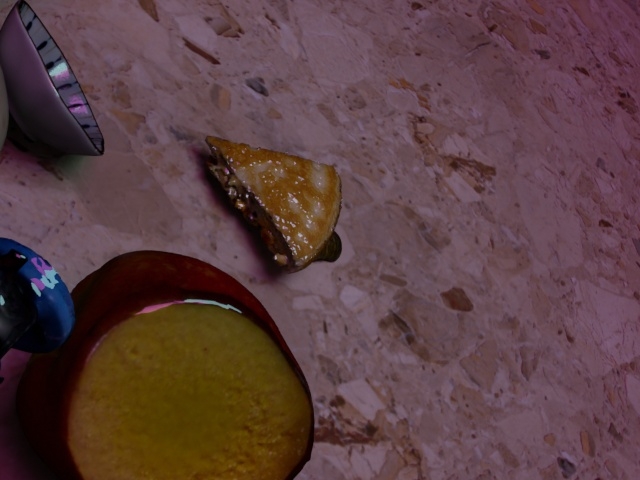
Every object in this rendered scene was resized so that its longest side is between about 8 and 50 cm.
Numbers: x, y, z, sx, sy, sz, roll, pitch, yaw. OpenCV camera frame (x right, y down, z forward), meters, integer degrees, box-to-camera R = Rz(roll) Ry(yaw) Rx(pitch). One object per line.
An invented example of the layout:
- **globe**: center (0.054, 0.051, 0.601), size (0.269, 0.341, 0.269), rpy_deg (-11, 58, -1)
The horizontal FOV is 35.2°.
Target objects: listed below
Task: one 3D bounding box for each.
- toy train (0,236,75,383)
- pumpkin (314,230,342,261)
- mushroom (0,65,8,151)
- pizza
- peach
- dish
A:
- **toy train**: center (-0.357, 0.048, 0.783), size (0.265, 0.300, 0.188), rpy_deg (49, 45, -13)
- **pumpkin**: center (0.001, 0.000, 1.300), size (0.083, 0.028, 0.050), rpy_deg (2, 65, -44)
- **mushroom**: center (-0.403, -0.138, 0.952), size (0.204, 0.204, 0.204), rpy_deg (19, 56, -31)
- **pizza**: center (-0.069, -0.060, 1.255), size (0.199, 0.062, 0.188), rpy_deg (37, 43, -10)
- **peach**: center (-0.133, 0.141, 0.965), size (0.274, 0.248, 0.245), rpy_deg (43, 22, -17)
- **dish**: center (-0.302, -0.161, 1.078), size (0.066, 0.191, 0.191), rpy_deg (-27, 85, -1)
